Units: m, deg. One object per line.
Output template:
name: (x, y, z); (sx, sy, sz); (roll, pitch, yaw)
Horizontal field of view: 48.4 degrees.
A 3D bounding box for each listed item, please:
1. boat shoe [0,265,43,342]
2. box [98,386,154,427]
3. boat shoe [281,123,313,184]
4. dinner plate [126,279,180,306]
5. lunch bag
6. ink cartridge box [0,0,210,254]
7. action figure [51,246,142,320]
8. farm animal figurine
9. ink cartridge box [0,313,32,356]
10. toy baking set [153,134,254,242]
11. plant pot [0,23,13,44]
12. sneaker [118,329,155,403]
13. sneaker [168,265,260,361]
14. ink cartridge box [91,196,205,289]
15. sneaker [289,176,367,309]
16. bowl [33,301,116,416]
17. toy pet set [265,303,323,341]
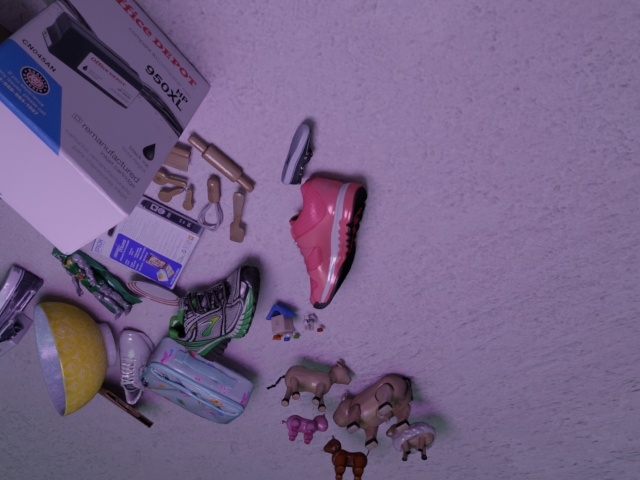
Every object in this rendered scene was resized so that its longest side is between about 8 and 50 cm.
boat shoe: (-0.801, 0.210, 1.791); (0.102, 0.108, 0.301); (30, 94, -25)
box: (-0.563, 0.458, 1.998); (0.164, 0.021, 0.201); (43, 158, -22)
boat shoe: (-0.037, -0.160, 1.340); (0.040, 0.049, 0.142); (8, 137, -16)
dinner plate: (-0.390, 0.122, 1.689); (0.141, 0.017, 0.141); (16, 158, 7)
lunch bag: (-0.319, 0.359, 1.806); (0.279, 0.107, 0.224); (29, 151, -10)
ink cartridge box: (-0.380, -0.222, 1.147); (0.166, 0.394, 0.285); (-26, 120, 31)
action figure: (-0.552, 0.096, 1.714); (0.137, 0.063, 0.232); (-26, 116, 39)
farm animal figurine: (0.082, 0.407, 1.739); (0.327, 0.172, 0.330); (-20, 116, 16)
ink cartridge box: (-0.915, 0.243, 1.928); (0.219, 0.092, 0.160); (-30, 117, 35)
toy baking set: (-0.230, -0.105, 1.458); (0.256, 0.030, 0.197); (36, 134, -16)
plant pot: (-0.582, -0.204, 1.305); (0.323, 0.323, 0.280); (-21, 145, 31)
sneaker: (-0.492, 0.333, 1.882); (0.090, 0.094, 0.235); (10, 131, 11)
sneaker: (-0.243, 0.164, 1.612); (0.146, 0.134, 0.343); (24, 134, -21)
ink cartridge box: (-0.386, -0.003, 1.580); (0.208, 0.045, 0.206); (27, 134, -10)
sneaker: (0.000, -0.001, 1.443); (0.136, 0.116, 0.313); (21, 127, 12)
bowl: (-0.612, 0.284, 1.809); (0.156, 0.289, 0.289); (-12, 144, -32)
toy pet set: (-0.074, 0.189, 1.666); (0.122, 0.065, 0.114); (-20, 157, 34)
